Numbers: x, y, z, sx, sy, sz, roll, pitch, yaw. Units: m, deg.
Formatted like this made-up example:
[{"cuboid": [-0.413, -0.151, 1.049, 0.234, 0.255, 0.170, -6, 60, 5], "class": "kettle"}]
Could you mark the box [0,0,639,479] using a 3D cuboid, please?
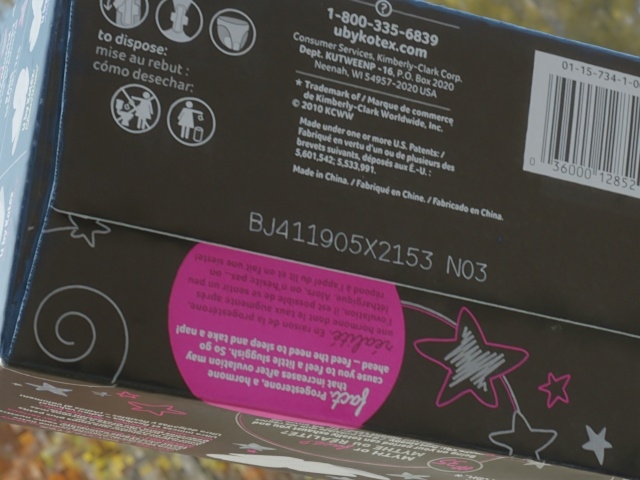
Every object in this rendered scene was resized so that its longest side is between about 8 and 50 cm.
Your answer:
[{"cuboid": [0.000, 0.000, 0.712, 0.247, 0.163, 0.142, 12, -15, -18], "class": "box"}]
